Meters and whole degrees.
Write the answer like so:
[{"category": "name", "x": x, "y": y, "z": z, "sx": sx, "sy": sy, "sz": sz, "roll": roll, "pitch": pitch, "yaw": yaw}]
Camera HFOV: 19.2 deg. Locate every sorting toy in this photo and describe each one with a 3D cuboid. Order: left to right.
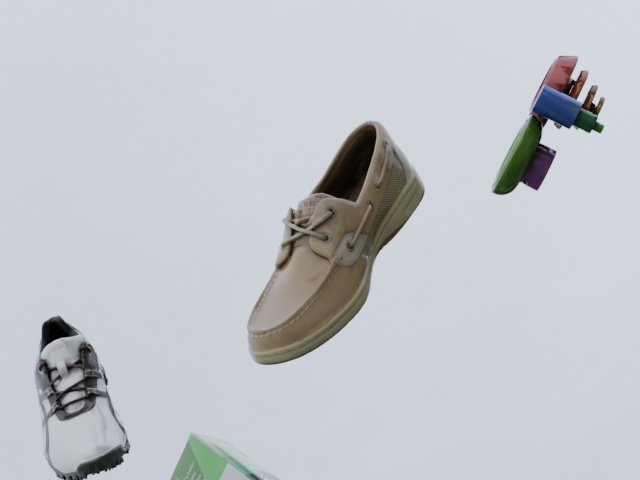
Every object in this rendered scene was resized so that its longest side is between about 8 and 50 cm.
[{"category": "sorting toy", "x": 0.139, "y": -0.064, "z": 1.104, "sx": 0.102, "sy": 0.042, "sz": 0.061, "roll": -62, "pitch": -2, "yaw": -24}]

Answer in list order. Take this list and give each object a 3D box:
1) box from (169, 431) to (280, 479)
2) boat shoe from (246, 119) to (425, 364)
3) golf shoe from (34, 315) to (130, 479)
[{"category": "box", "x": -0.066, "y": 0.347, "z": 1.756, "sx": 0.058, "sy": 0.322, "sz": 0.232, "roll": 22, "pitch": -84, "yaw": -43}, {"category": "boat shoe", "x": 0.000, "y": 0.000, "z": 2.099, "sx": 0.121, "sy": 0.110, "sz": 0.341, "roll": -8, "pitch": 35, "yaw": 36}, {"category": "golf shoe", "x": -0.225, "y": 0.140, "z": 1.695, "sx": 0.077, "sy": 0.198, "sz": 0.094, "roll": -21, "pitch": -61, "yaw": -8}]
